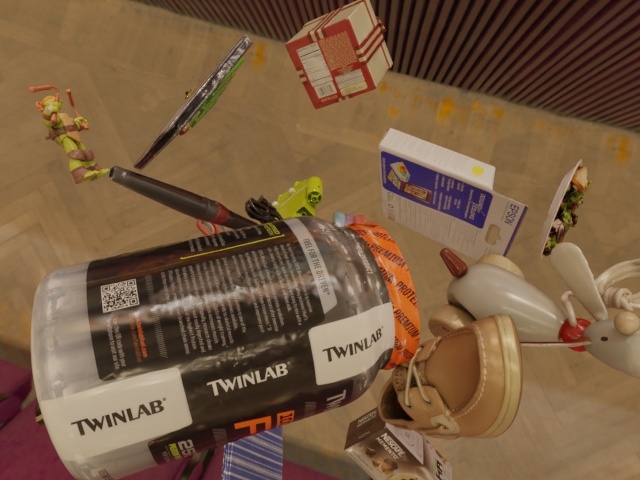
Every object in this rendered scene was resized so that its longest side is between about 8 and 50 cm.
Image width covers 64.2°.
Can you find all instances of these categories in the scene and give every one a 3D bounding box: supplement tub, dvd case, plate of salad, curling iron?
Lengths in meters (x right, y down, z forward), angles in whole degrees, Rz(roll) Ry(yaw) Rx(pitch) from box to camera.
[{"bbox_3d":[-0.085,0.093,0.524,0.338,0.207,0.207,-13,92,-15],"label":"supplement tub"},{"bbox_3d":[-0.183,-0.179,0.698,0.018,0.221,0.164,41,68,-22],"label":"dvd case"},{"bbox_3d":[0.457,-0.052,0.950,0.048,0.200,0.199,23,96,25],"label":"plate of salad"},{"bbox_3d":[-0.146,-0.046,0.656,0.035,0.274,0.068,-42,59,25],"label":"curling iron"}]

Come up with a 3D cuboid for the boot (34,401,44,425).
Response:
[{"bbox_3d":[-0.376,0.157,0.751,0.137,0.077,0.198,45,82,-9],"label":"boot"}]

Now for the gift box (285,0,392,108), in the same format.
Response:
[{"bbox_3d":[0.067,-0.568,1.598,0.255,0.258,0.276,-6,126,27],"label":"gift box"}]

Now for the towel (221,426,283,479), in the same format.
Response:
[{"bbox_3d":[-0.185,0.633,1.383,0.040,0.243,0.336,-23,46,25],"label":"towel"}]

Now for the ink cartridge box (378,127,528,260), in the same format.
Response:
[{"bbox_3d":[0.273,-0.080,1.092,0.307,0.303,0.072,25,70,19],"label":"ink cartridge box"}]

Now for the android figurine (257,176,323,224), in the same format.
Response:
[{"bbox_3d":[-0.087,-0.070,1.331,0.248,0.273,0.056,-36,114,22],"label":"android figurine"}]

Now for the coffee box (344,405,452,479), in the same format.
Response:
[{"bbox_3d":[0.233,0.647,1.523,0.168,0.119,0.297,-38,99,24],"label":"coffee box"}]

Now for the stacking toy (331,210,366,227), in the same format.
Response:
[{"bbox_3d":[0.039,0.081,1.515,0.130,0.279,0.309,9,137,-5],"label":"stacking toy"}]

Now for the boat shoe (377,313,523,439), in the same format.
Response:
[{"bbox_3d":[0.145,0.186,0.635,0.110,0.341,0.121,5,58,-2],"label":"boat shoe"}]

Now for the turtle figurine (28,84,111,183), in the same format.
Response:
[{"bbox_3d":[-0.566,-0.235,1.135,0.087,0.269,0.217,-27,99,-8],"label":"turtle figurine"}]

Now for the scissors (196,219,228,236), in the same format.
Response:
[{"bbox_3d":[-0.287,0.035,1.499,0.021,0.109,0.297,-50,49,23],"label":"scissors"}]

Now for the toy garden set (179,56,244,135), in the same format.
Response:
[{"bbox_3d":[-0.318,-0.373,1.349,0.049,0.244,0.204,41,57,-13],"label":"toy garden set"}]

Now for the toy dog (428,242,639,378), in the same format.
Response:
[{"bbox_3d":[0.288,0.078,0.715,0.334,0.220,0.161,-12,126,42],"label":"toy dog"}]
